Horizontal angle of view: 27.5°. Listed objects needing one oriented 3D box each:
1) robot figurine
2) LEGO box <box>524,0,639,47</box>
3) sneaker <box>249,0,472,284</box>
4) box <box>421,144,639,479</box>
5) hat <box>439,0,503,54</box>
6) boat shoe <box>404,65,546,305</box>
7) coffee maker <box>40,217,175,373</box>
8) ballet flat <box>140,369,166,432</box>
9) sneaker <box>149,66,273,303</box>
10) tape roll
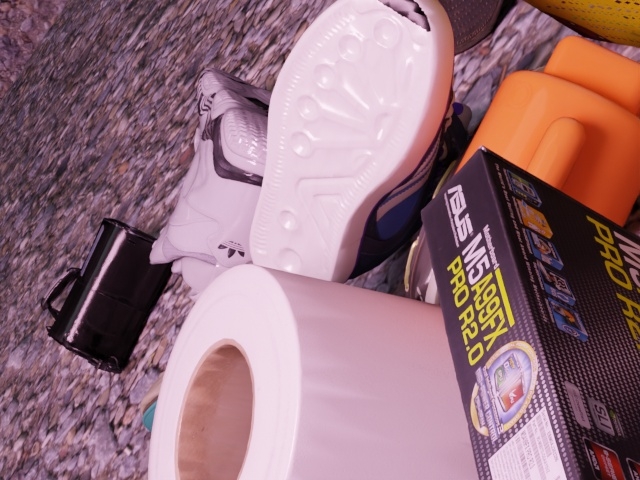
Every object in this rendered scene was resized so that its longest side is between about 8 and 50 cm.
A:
[{"bbox_3d":[0.162,-0.034,0.951,0.219,0.128,0.158,-63,27,-3],"label":"robot figurine"},{"bbox_3d":[0.317,-0.312,0.842,0.372,0.193,0.500,-63,24,4],"label":"LEGO box"},{"bbox_3d":[0.066,-0.108,1.096,0.236,0.130,0.322,-38,-22,-45],"label":"sneaker"},{"bbox_3d":[0.170,0.088,0.695,0.060,0.216,0.270,-50,26,29],"label":"box"},{"bbox_3d":[0.105,-0.352,1.312,0.331,0.134,0.331,-168,90,-68],"label":"hat"},{"bbox_3d":[0.131,-0.039,1.065,0.069,0.081,0.227,23,88,62],"label":"boat shoe"},{"bbox_3d":[-0.263,0.072,1.715,0.171,0.120,0.178,25,88,43],"label":"coffee maker"},{"bbox_3d":[-0.115,0.142,1.377,0.248,0.086,0.086,-30,39,51],"label":"ballet flat"},{"bbox_3d":[-0.109,-0.065,1.494,0.210,0.137,0.366,-63,16,13],"label":"sneaker"},{"bbox_3d":[-0.005,0.150,0.972,0.246,0.169,0.246,-36,46,51],"label":"tape roll"}]
